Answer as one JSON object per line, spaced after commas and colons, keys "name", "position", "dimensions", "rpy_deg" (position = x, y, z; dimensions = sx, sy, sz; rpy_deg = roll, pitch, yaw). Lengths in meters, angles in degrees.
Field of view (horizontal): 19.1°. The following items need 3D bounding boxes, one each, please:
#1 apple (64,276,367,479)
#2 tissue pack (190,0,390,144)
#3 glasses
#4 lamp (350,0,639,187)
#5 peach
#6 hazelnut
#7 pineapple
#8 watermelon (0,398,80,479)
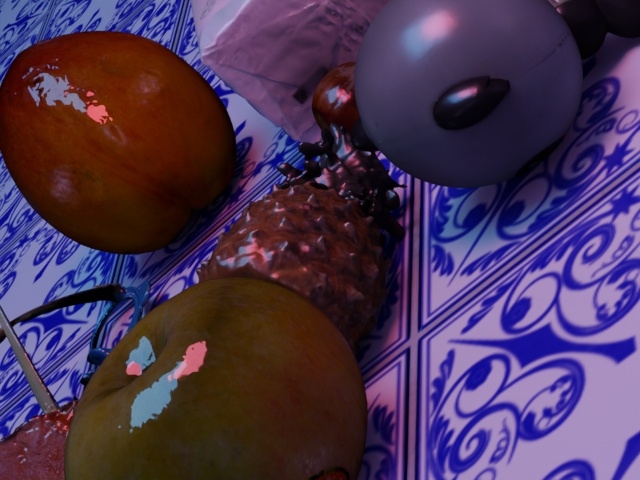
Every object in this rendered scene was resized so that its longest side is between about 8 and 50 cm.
{"name": "apple", "position": [-0.084, 0.156, 1.450], "dimensions": [0.261, 0.194, 0.261], "rpy_deg": [-41, 20, 18]}
{"name": "tissue pack", "position": [0.003, -0.290, 2.039], "dimensions": [0.266, 0.194, 0.356], "rpy_deg": [-44, 22, 13]}
{"name": "glasses", "position": [-0.296, 0.113, 2.031], "dimensions": [0.239, 0.206, 0.102], "rpy_deg": [-73, -5, -50]}
{"name": "lamp", "position": [0.142, -0.146, 1.558], "dimensions": [0.244, 0.198, 0.197], "rpy_deg": [-34, 12, -29]}
{"name": "peach", "position": [-0.235, -0.117, 2.123], "dimensions": [0.238, 0.281, 0.281], "rpy_deg": [-50, 21, -3]}
{"name": "hazelnut", "position": [0.032, -0.134, 1.867], "dimensions": [0.086, 0.086, 0.086], "rpy_deg": [-42, 22, 21]}
{"name": "pineapple", "position": [0.000, 0.000, 1.647], "dimensions": [0.158, 0.158, 0.279], "rpy_deg": [-33, 16, 37]}
{"name": "watermelon", "position": [-0.278, 0.257, 1.832], "dimensions": [0.231, 0.128, 0.146], "rpy_deg": [-34, -6, 3]}
